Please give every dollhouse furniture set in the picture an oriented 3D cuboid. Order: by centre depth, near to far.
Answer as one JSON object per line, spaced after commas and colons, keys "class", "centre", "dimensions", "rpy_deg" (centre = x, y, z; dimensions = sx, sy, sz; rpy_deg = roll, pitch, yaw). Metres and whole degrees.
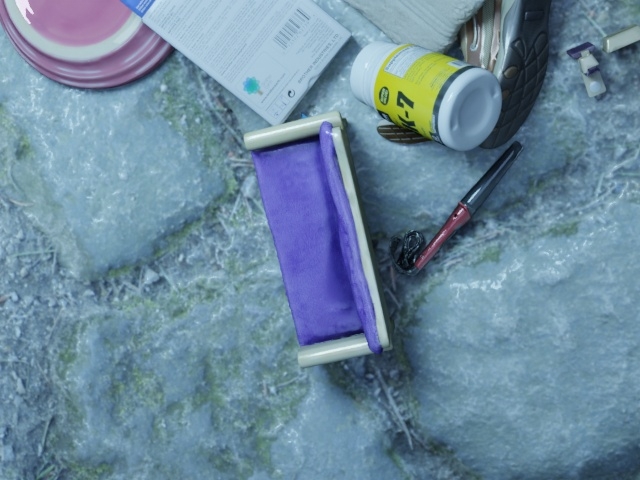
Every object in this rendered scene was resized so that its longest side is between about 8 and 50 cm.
{"class": "dollhouse furniture set", "centre": [0.433, -0.254, 1.456], "dimensions": [0.114, 0.091, 0.081], "rpy_deg": [-23, 107, 8]}

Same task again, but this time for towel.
{"class": "towel", "centre": [0.095, -0.386, 1.451], "dimensions": [0.282, 0.187, 0.049], "rpy_deg": [40, 63, 2]}

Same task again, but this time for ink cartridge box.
{"class": "ink cartridge box", "centre": [-0.128, -0.336, 1.500], "dimensions": [0.311, 0.065, 0.186], "rpy_deg": [37, 100, -17]}

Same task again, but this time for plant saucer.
{"class": "plant saucer", "centre": [-0.365, -0.404, 1.564], "dimensions": [0.332, 0.084, 0.332], "rpy_deg": [1, 97, 9]}

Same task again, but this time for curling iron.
{"class": "curling iron", "centre": [0.207, -0.050, 1.531], "dimensions": [0.274, 0.035, 0.068], "rpy_deg": [-44, 88, 11]}

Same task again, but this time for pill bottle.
{"class": "pill bottle", "centre": [0.147, -0.214, 1.440], "dimensions": [0.208, 0.119, 0.119], "rpy_deg": [31, 103, 43]}

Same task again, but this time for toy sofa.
{"class": "toy sofa", "centre": [0.000, 0.000, 1.493], "dimensions": [0.150, 0.177, 0.363], "rpy_deg": [-13, 97, 8]}

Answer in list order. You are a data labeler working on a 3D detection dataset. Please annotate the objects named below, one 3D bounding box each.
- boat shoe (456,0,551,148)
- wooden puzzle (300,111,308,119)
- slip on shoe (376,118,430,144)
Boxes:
{"class": "boat shoe", "centre": [0.261, -0.298, 1.468], "dimensions": [0.116, 0.123, 0.325], "rpy_deg": [23, 111, 40]}
{"class": "wooden puzzle", "centre": [-0.026, -0.135, 1.573], "dimensions": [0.078, 0.014, 0.116], "rpy_deg": [25, 100, 2]}
{"class": "slip on shoe", "centre": [0.154, -0.179, 1.526], "dimensions": [0.135, 0.051, 0.041], "rpy_deg": [-1, 56, 17]}
